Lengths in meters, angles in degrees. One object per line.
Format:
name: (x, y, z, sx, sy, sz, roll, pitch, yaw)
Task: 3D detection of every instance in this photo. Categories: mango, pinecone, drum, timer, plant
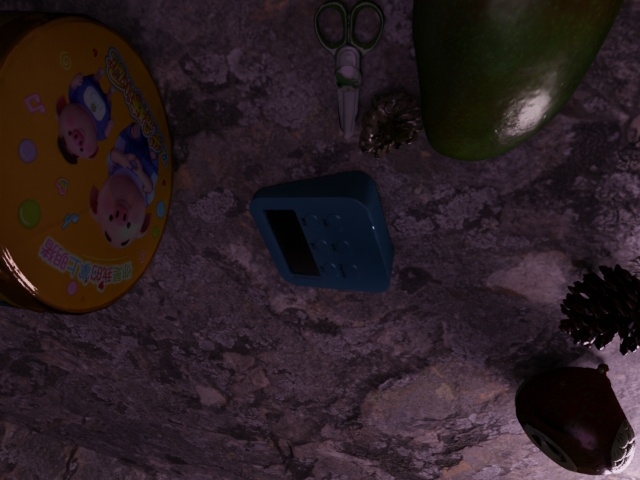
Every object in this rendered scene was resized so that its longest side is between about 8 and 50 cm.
mango: (0.219, -0.251, 0.559, 0.225, 0.201, 0.382, -7, 141, -12)
pinecone: (0.511, 0.125, 0.817, 0.174, 0.173, 0.173, 6, 129, 7)
drum: (-0.408, -0.110, 0.668, 0.214, 0.431, 0.431, 6, 129, 10)
timer: (0.000, 0.000, 0.880, 0.250, 0.091, 0.232, -7, 127, 22)
plant: (0.115, -0.164, 0.703, 0.104, 0.122, 0.116, 16, 124, -15)

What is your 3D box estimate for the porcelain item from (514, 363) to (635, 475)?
porcelain item: (0.565, 0.368, 1.001, 0.253, 0.253, 0.253, 6, 129, 7)

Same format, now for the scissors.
scissors: (0.041, -0.254, 0.701, 0.101, 0.027, 0.204, 6, 128, 9)
